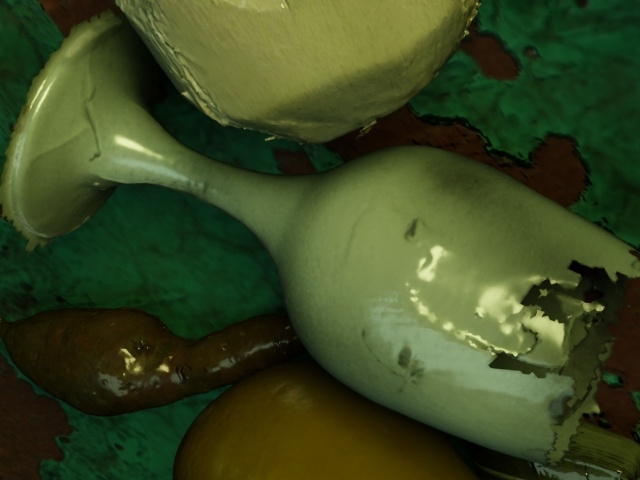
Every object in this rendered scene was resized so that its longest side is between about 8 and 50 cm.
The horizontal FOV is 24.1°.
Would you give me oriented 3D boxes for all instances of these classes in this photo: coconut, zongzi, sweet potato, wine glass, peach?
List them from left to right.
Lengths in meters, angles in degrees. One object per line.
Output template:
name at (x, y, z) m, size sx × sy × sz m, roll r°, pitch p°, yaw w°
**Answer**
sweet potato at (-0.120, 0.079, 0.980) m, size 0.269 × 0.075 × 0.074 m, roll -2°, pitch 127°, yaw 33°
coconut at (-0.016, -0.133, 0.629) m, size 0.161 × 0.161 × 0.162 m, roll -8°, pitch 131°, yaw 41°
wine glass at (0.000, 0.000, 0.762) m, size 0.321 × 0.143 × 0.143 m, roll 25°, pitch 139°, yaw 14°
peach at (0.022, 0.185, 0.894) m, size 0.251 × 0.153 × 0.251 m, roll 47°, pitch 166°, yaw 15°
zongzi at (0.125, 0.102, 0.845) m, size 0.104 × 0.052 × 0.113 m, roll -14°, pitch 109°, yaw 38°
